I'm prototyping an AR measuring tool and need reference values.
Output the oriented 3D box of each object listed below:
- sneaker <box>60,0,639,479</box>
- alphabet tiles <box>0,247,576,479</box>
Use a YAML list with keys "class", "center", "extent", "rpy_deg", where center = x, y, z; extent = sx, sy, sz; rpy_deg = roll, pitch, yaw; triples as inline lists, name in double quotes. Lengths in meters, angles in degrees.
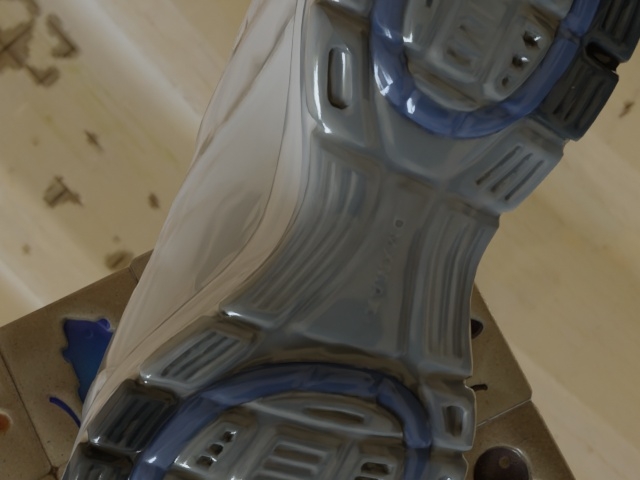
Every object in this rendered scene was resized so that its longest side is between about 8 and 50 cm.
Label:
- class: "sneaker"
  center: [0.000, 0.000, 0.383]
  extent: [0.297, 0.111, 0.129]
  rpy_deg: [-63, -161, 12]
- class: "alphabet tiles"
  center: [-0.059, 0.160, 0.438]
  extent: [0.343, 0.285, 0.011]
  rpy_deg: [-27, 172, -5]
